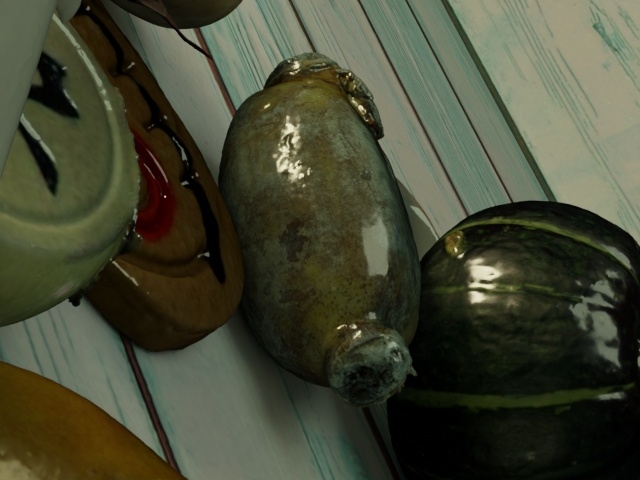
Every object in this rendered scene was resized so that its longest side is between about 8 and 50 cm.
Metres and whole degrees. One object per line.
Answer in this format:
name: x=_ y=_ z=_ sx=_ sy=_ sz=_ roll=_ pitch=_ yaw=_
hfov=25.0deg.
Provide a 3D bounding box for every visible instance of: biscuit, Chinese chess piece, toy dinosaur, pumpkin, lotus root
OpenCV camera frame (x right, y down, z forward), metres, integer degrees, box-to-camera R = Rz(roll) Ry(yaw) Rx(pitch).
biscuit: x=-0.175 y=-0.088 z=1.042 sx=0.367 sy=0.063 sz=0.314 roll=57 pitch=15 yaw=-5
Chinese chess piece: x=-0.201 y=-0.062 z=0.796 sx=0.238 sy=0.092 sz=0.237 roll=40 pitch=31 yaw=-31
toy dinosaur: x=-0.168 y=-0.213 z=1.136 sx=0.220 sy=0.032 sz=0.108 roll=44 pitch=3 yaw=-12
pumpkin: x=0.193 y=0.123 z=1.318 sx=0.323 sy=0.241 sz=0.323 roll=15 pitch=73 yaw=-62
lotus root: x=-0.002 y=0.001 z=1.219 sx=0.175 sy=0.175 sz=0.349 roll=41 pitch=29 yaw=-44

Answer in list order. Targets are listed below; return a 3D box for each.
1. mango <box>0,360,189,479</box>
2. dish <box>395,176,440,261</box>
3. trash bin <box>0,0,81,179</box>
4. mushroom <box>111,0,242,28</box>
mango: x=-0.130 y=0.144 z=0.638 sx=0.262 sy=0.130 sz=0.167 roll=45 pitch=25 yaw=-19
dish: x=0.069 y=0.033 z=1.495 sx=0.229 sy=0.081 sz=0.229 roll=50 pitch=22 yaw=-30
trash bin: x=-0.210 y=-0.049 z=0.460 sx=0.256 sy=0.296 sz=0.367 roll=32 pitch=36 yaw=-29
mushroom: x=-0.134 y=-0.294 z=1.262 sx=0.204 sy=0.204 sz=0.204 roll=51 pitch=18 yaw=-23
